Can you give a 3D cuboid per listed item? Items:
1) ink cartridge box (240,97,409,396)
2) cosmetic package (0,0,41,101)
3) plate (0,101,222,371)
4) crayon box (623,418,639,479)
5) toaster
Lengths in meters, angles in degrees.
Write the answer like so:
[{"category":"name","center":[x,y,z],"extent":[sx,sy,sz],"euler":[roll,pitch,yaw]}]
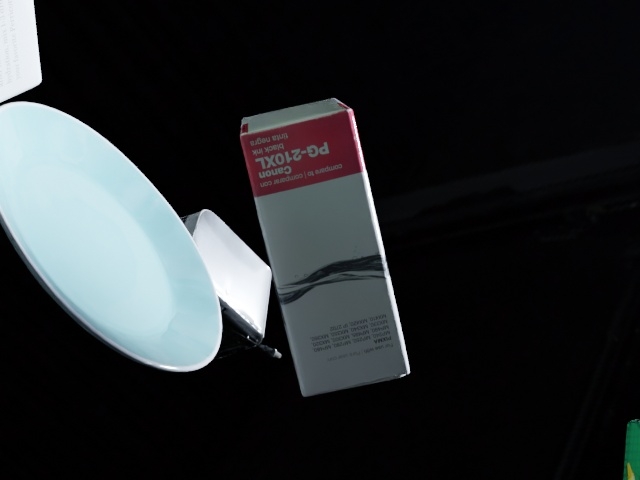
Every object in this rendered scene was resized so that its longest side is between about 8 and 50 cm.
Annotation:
[{"category":"ink cartridge box","center":[0.000,0.000,0.900],"extent":[0.100,0.237,0.172],"euler":[-13,-168,-1]},{"category":"cosmetic package","center":[-0.485,-0.187,0.891],"extent":[0.161,0.230,0.453],"euler":[26,-140,25]},{"category":"plate","center":[-0.127,0.001,0.572],"extent":[0.024,0.188,0.188],"euler":[-36,-155,16]},{"category":"crayon box","center":[0.399,0.199,0.759],"extent":[0.165,0.278,0.081],"euler":[144,-42,-70]},{"category":"toaster","center":[-0.158,0.063,1.137],"extent":[0.168,0.186,0.110],"euler":[-17,-135,30]}]
